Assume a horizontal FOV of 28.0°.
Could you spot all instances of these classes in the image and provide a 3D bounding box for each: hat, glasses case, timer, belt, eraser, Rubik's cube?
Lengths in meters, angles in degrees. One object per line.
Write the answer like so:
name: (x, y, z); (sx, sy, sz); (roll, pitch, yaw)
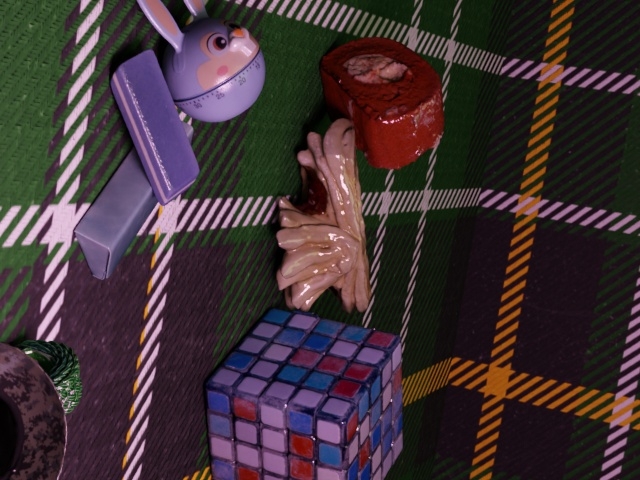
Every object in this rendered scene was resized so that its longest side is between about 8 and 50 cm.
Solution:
hat: (-0.431, 0.247, 1.555); (0.128, 0.266, 0.265); (155, -49, -78)
glasses case: (-0.268, -0.068, 1.926); (0.105, 0.056, 0.266); (76, 33, -46)
timer: (-0.167, -0.298, 1.920); (0.175, 0.175, 0.255); (-55, 148, -45)
belt: (-0.384, 0.185, 1.683); (0.151, 0.121, 0.079); (-44, 143, -47)
eraser: (-0.240, -0.165, 1.884); (0.082, 0.036, 0.225); (-43, 120, -46)
Rubik's cube: (-0.025, 0.335, 2.418); (0.287, 0.292, 0.293); (-48, 145, -51)

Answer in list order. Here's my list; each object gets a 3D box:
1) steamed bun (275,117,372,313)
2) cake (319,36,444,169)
steamed bun: (0.000, 0.000, 2.504); (0.247, 0.189, 0.428); (-98, 180, -49)
cake: (0.126, -0.273, 2.496); (0.177, 0.283, 0.151); (-25, 136, -16)
